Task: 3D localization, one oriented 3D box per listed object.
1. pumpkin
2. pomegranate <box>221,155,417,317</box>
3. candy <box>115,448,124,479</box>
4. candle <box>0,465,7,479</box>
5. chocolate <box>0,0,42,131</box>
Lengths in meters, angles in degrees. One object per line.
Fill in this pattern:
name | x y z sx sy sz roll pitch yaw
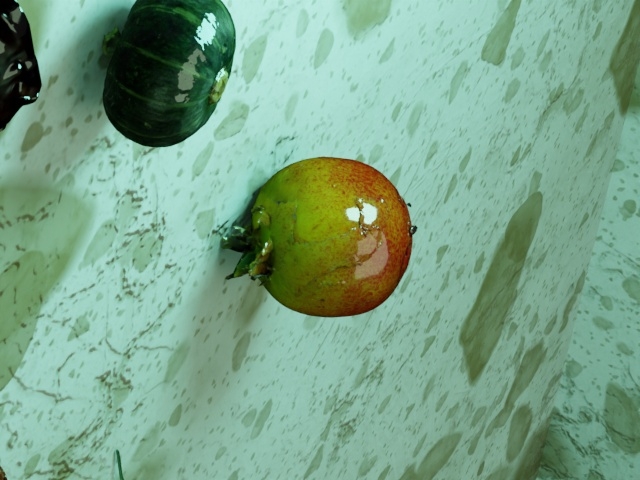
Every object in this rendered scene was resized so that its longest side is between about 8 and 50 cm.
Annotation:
pumpkin | -0.150 -0.174 1.826 0.167 0.125 0.167 -51 157 -30
pomegranate | 0.000 0.000 2.291 0.235 0.210 0.210 -15 136 -22
candy | -0.243 0.302 2.290 0.035 0.035 0.123 -48 146 -45
candle | -0.345 0.265 2.006 0.026 0.021 0.167 -33 149 -20
chocolate | -0.335 -0.126 1.338 0.177 0.206 0.224 -46 156 -27
